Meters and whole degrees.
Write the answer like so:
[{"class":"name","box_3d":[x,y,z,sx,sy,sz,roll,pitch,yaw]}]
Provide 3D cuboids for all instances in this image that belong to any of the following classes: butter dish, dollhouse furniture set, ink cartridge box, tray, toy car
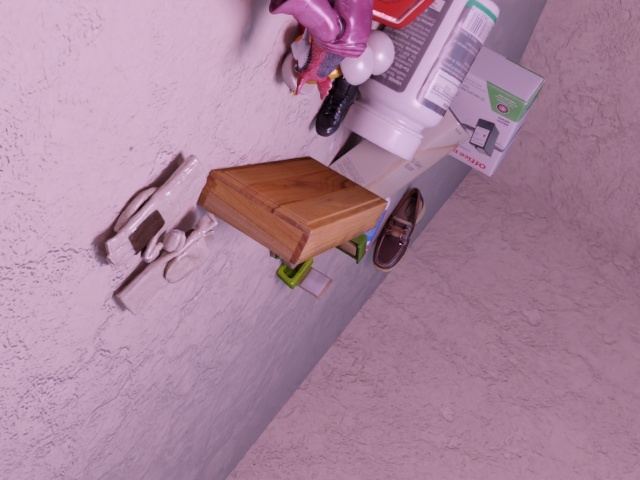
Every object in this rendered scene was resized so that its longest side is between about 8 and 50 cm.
[{"class":"butter dish","box_3d":[0.106,-0.425,1.109,0.160,0.160,0.118,-29,-126,56]},{"class":"dollhouse furniture set","box_3d":[0.000,0.000,1.695,0.197,0.151,0.301,-53,164,-21]},{"class":"ink cartridge box","box_3d":[0.415,-0.331,1.850,0.121,0.211,0.289,-50,164,-30]},{"class":"tray","box_3d":[-0.031,-0.072,1.346,0.076,0.203,0.411,-63,165,18]},{"class":"toy car","box_3d":[0.022,-0.325,1.190,0.182,0.159,0.136,-38,119,-52]}]

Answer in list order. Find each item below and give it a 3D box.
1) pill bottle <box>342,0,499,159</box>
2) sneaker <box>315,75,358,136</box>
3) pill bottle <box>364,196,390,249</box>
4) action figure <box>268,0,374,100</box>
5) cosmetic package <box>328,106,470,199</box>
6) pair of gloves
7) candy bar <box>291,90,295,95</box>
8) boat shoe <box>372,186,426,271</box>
[{"class":"pill bottle","box_3d":[0.203,-0.368,1.524,0.361,0.204,0.204,-61,165,12]},{"class":"sneaker","box_3d":[0.039,-0.295,1.443,0.170,0.051,0.089,-57,166,-24]},{"class":"pill bottle","box_3d":[0.116,-0.087,1.955,0.124,0.124,0.221,-33,152,-59]},{"class":"action figure","box_3d":[0.043,-0.359,0.934,0.248,0.276,0.370,-45,147,-60]},{"class":"cosmetic package","box_3d":[0.190,-0.211,1.718,0.309,0.113,0.160,-35,164,17]},{"class":"pair of gloves","box_3d":[-0.236,0.004,1.104,0.204,0.042,0.240,-44,157,-25]},{"class":"candy bar","box_3d":[-0.006,-0.307,1.325,0.161,0.018,0.040,-42,155,-46]},{"class":"boat shoe","box_3d":[0.286,-0.047,2.633,0.342,0.123,0.123,-57,157,-20]}]
